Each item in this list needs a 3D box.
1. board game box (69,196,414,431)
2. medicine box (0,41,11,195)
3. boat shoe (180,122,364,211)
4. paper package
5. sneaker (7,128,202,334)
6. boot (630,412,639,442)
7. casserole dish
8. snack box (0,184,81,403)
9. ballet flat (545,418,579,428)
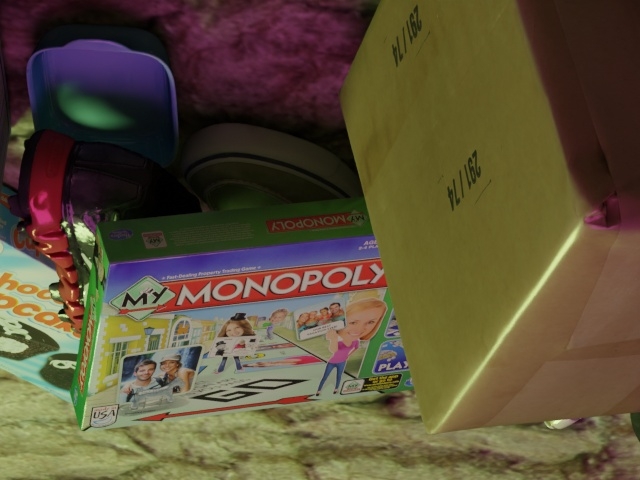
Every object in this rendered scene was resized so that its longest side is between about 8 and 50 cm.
[{"bbox_3d":[-0.033,0.056,1.515,0.317,0.046,0.213,-6,141,-19],"label":"board game box"},{"bbox_3d":[-0.319,-0.035,1.362,0.149,0.264,0.289,5,155,-3],"label":"medicine box"},{"bbox_3d":[0.000,0.000,1.587,0.109,0.094,0.302,-22,142,36],"label":"boat shoe"},{"bbox_3d":[0.154,-0.070,1.229,0.168,0.310,0.325,-5,152,-17],"label":"paper package"},{"bbox_3d":[-0.156,0.010,1.537,0.135,0.098,0.276,3,149,10],"label":"sneaker"},{"bbox_3d":[0.486,0.163,1.716,0.348,0.131,0.260,8,177,-27],"label":"boot"},{"bbox_3d":[-0.167,-0.113,1.466,0.114,0.037,0.188,3,149,0],"label":"casserole dish"},{"bbox_3d":[-0.270,0.050,1.729,0.187,0.060,0.322,-21,142,34],"label":"snack box"},{"bbox_3d":[0.209,0.134,1.809,0.247,0.087,0.083,21,145,-28],"label":"ballet flat"}]
